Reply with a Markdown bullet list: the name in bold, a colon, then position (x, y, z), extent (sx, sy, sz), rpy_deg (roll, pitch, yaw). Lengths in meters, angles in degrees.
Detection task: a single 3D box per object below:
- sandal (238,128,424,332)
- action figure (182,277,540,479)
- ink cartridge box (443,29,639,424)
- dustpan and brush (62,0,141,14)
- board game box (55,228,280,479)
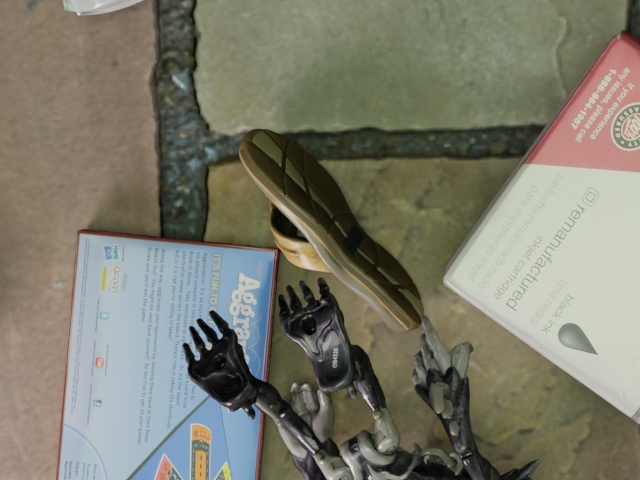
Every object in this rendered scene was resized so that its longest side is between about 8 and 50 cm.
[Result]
- **sandal**: position (0.000, 0.000, 1.330), extent (0.049, 0.072, 0.180), rpy_deg (-39, 93, 26)
- **action figure**: position (0.038, 0.126, 1.282), extent (0.164, 0.141, 0.275), rpy_deg (-28, 131, 17)
- **ink cartridge box**: position (0.253, 0.023, 1.278), extent (0.283, 0.117, 0.207), rpy_deg (35, 95, 2)
- **dustpan and brush**: position (-0.091, -0.253, 1.332), extent (0.211, 0.060, 0.147), rpy_deg (-16, 92, 12)
- **board game box**: position (-0.112, 0.138, 1.358), extent (0.145, 0.027, 0.281), rpy_deg (6, 93, 6)
